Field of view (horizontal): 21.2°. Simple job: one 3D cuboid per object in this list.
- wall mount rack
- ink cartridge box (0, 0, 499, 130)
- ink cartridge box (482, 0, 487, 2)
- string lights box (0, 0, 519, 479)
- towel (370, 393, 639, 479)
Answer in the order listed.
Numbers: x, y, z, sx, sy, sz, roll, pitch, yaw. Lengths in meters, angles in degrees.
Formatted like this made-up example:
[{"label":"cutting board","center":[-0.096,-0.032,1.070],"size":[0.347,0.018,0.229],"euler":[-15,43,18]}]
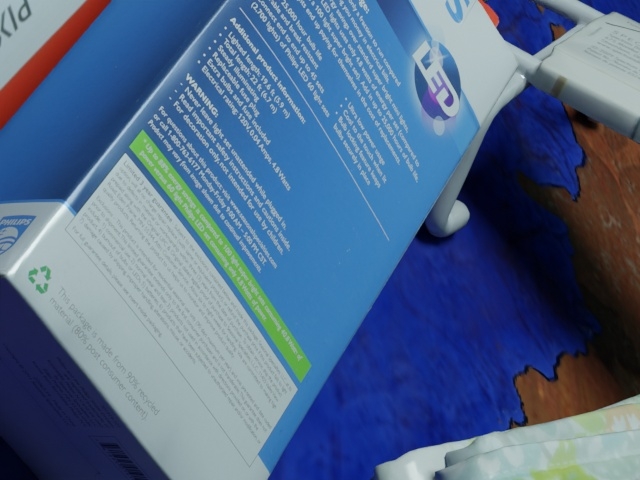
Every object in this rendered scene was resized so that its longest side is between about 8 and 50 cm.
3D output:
[{"label":"wall mount rack","center":[0.217,-0.037,0.969],"size":[0.350,0.130,0.304],"euler":[31,32,16]},{"label":"ink cartridge box","center":[-0.085,-0.154,0.677],"size":[0.385,0.091,0.308],"euler":[47,52,-15]},{"label":"ink cartridge box","center":[0.041,-0.261,0.901],"size":[0.165,0.065,0.333],"euler":[62,3,19]},{"label":"string lights box","center":[-0.030,-0.030,0.635],"size":[0.133,0.076,0.260],"euler":[57,49,-29]},{"label":"towel","center":[0.190,0.247,0.796],"size":[0.320,0.090,0.375],"euler":[-3,65,-52]}]
